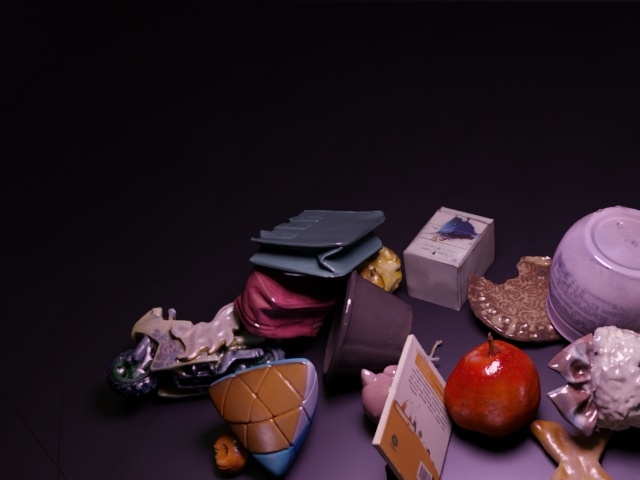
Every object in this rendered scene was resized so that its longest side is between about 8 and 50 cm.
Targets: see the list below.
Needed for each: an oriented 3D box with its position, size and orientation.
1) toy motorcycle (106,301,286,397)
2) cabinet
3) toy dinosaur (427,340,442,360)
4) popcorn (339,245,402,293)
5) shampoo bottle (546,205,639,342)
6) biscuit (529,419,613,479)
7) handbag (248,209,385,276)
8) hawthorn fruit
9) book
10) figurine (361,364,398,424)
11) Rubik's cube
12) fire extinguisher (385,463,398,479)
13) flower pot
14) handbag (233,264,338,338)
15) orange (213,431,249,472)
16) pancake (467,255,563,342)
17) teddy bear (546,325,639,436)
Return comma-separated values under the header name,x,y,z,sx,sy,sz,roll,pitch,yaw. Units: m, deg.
name,x,y,z,sx,sy,sz,roll,pitch,yaw
toy motorcycle,-0.283,0.256,1.967,0.410,0.168,0.237,-2,46,1
cabinet,0.322,0.037,2.088,0.145,0.150,0.206,16,45,31
toy dinosaur,0.222,0.282,1.904,0.180,0.037,0.058,-26,17,-28
popcorn,0.110,0.083,2.071,0.168,0.173,0.195,38,36,-3
shampoo bottle,0.635,0.088,1.832,0.273,0.266,0.273,3,48,-3
biscuit,0.498,0.433,1.635,0.164,0.047,0.208,-1,38,8
handbag,0.001,0.001,1.945,0.238,0.089,0.326,5,16,21
hawthorn fruit,0.350,0.281,1.718,0.197,0.225,0.196,-5,31,3
book,0.196,0.358,1.675,0.020,0.208,0.295,-19,27,33
figurine,0.147,0.332,1.781,0.125,0.138,0.125,-7,33,5
Rubik's cube,-0.065,0.316,1.783,0.254,0.254,0.254,-7,39,6
fire extinguisher,0.093,0.569,1.501,0.105,0.141,0.341,1,43,22
flower pot,0.109,0.206,1.894,0.166,0.269,0.269,15,41,-3
handbag,-0.079,0.140,1.933,0.225,0.135,0.146,1,41,-43
orange,-0.182,0.446,1.782,0.086,0.062,0.086,-14,67,36
pancake,0.488,0.131,1.987,0.286,0.033,0.288,17,46,17
teddy bear,0.688,0.265,1.586,0.362,0.327,0.375,-4,2,-38
